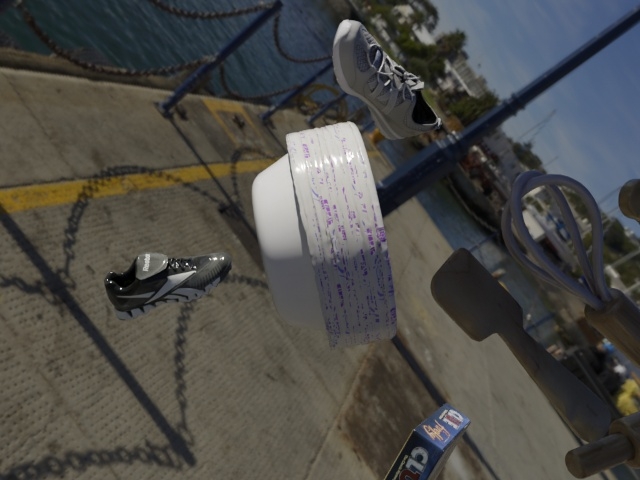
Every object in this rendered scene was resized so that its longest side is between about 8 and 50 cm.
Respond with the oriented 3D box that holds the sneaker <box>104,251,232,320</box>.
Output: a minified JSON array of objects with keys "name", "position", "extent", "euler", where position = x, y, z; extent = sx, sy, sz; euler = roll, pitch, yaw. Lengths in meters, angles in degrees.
[{"name":"sneaker","position":[-0.275,0.061,1.118],"extent":[0.078,0.234,0.106],"euler":[-107,176,-49]}]

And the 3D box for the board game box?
[{"name":"board game box","position":[0.097,0.329,0.792],"extent":[0.042,0.243,0.165],"euler":[31,10,22]}]

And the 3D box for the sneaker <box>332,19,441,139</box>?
[{"name":"sneaker","position":[0.119,-0.274,1.075],"extent":[0.281,0.115,0.105],"euler":[36,65,-50]}]

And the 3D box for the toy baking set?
[{"name":"toy baking set","position":[0.186,0.040,0.375],"extent":[0.030,0.256,0.197],"euler":[-166,-121,-73]}]

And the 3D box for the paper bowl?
[{"name":"paper bowl","position":[0.000,0.000,0.821],"extent":[0.284,0.147,0.285],"euler":[168,-90,-89]}]
